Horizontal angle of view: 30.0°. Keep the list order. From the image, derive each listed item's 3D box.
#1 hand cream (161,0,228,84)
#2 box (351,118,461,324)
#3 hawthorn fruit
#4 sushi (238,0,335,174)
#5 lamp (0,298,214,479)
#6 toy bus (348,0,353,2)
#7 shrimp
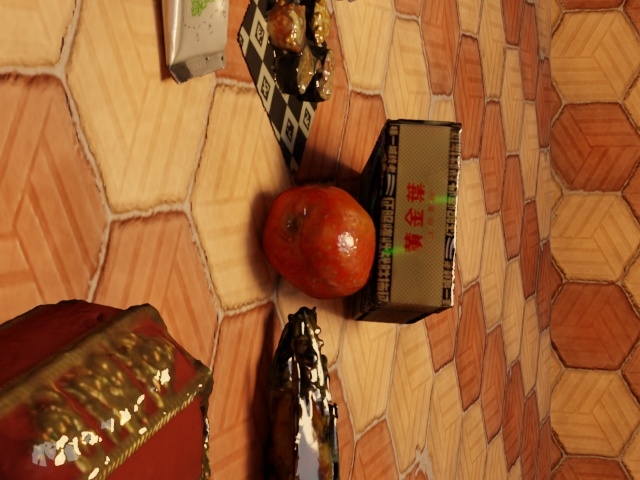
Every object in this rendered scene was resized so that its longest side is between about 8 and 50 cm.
[{"bbox_3d":[-0.106,-0.304,1.017,0.121,0.076,0.336,-40,135,-62],"label":"hand cream"},{"bbox_3d":[0.093,-0.011,1.374,0.310,0.084,0.198,115,-21,-82],"label":"box"},{"bbox_3d":[0.000,0.000,1.227,0.128,0.128,0.128,1,90,-70],"label":"hawthorn fruit"},{"bbox_3d":[-0.017,-0.203,1.281,0.210,0.040,0.193,66,31,-49],"label":"sushi"},{"bbox_3d":[-0.172,0.135,0.698,0.274,0.177,0.177,-35,123,-64],"label":"lamp"},{"bbox_3d":[0.020,-0.329,1.299,0.167,0.076,0.073,34,38,-67],"label":"toy bus"},{"bbox_3d":[-0.009,0.247,1.302,0.233,0.071,0.365,-27,116,-78],"label":"shrimp"}]
